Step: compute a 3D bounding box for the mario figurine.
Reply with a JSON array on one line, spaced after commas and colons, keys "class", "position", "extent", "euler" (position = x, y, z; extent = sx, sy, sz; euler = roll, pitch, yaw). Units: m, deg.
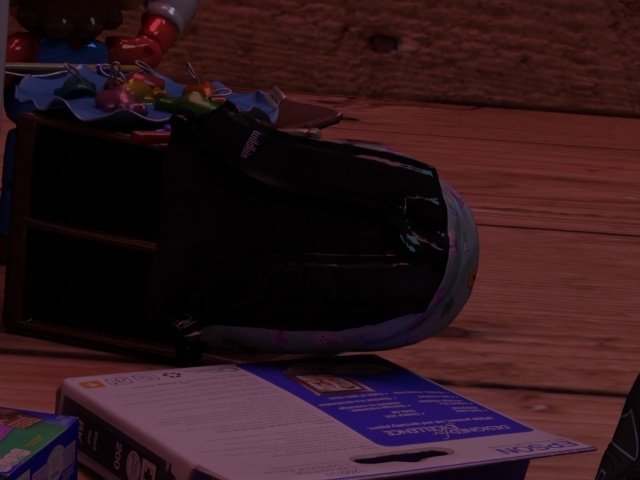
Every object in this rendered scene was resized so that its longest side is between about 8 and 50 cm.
[{"class": "mario figurine", "position": [-0.215, -0.148, 1.343], "extent": [0.170, 0.320, 0.198], "euler": [11, 12, 29]}]

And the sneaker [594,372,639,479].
[{"class": "sneaker", "position": [0.165, 0.107, 0.752], "extent": [0.101, 0.106, 0.267], "euler": [8, 13, 12]}]

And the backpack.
[{"class": "backpack", "position": [0.000, 0.000, 0.941], "extent": [0.182, 0.152, 0.115], "euler": [2, -4, 19]}]

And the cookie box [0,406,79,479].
[{"class": "cookie box", "position": [-0.181, 0.107, 0.769], "extent": [0.107, 0.040, 0.092], "euler": [6, 12, 11]}]

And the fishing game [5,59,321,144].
[{"class": "fishing game", "position": [-0.116, -0.107, 1.123], "extent": [0.189, 0.041, 0.264], "euler": [-2, 16, -31]}]

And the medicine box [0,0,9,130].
[{"class": "medicine box", "position": [-0.316, -0.100, 1.132], "extent": [0.149, 0.289, 0.263], "euler": [3, 11, -20]}]

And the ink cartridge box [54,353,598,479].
[{"class": "ink cartridge box", "position": [-0.002, 0.106, 0.831], "extent": [0.206, 0.045, 0.208], "euler": [-2, 10, -31]}]

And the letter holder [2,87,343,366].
[{"class": "letter holder", "position": [-0.055, -0.015, 1.180], "extent": [0.214, 0.152, 0.302], "euler": [11, 12, 22]}]
